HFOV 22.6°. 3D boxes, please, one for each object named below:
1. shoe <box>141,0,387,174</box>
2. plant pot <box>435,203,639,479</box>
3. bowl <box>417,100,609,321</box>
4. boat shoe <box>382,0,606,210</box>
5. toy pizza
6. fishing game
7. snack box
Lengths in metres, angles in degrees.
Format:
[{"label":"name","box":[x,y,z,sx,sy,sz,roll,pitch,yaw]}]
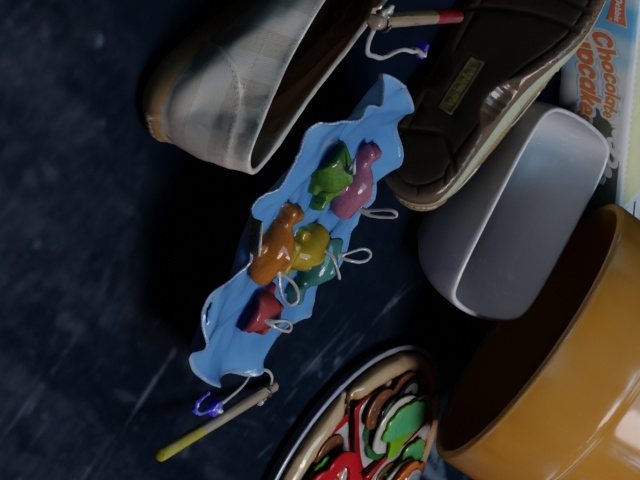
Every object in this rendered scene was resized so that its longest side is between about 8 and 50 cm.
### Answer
[{"label":"shoe","box":[0.007,-0.117,0.759,0.219,0.058,0.076,-50,150,-18]},{"label":"plant pot","box":[0.212,0.112,1.072,0.205,0.188,0.205,-54,-176,6]},{"label":"bowl","box":[0.117,-0.022,1.026,0.142,0.053,0.142,18,99,-61]},{"label":"boat shoe","box":[0.102,-0.099,0.936,0.190,0.068,0.072,-49,163,-1]},{"label":"toy pizza","box":[0.025,0.163,1.065,0.201,0.032,0.201,-38,144,-35]},{"label":"fishing game","box":[0.000,0.000,0.822,0.264,0.041,0.189,-62,165,17]},{"label":"snack box","box":[0.239,-0.121,1.124,0.187,0.060,0.322,-42,146,-31]}]
